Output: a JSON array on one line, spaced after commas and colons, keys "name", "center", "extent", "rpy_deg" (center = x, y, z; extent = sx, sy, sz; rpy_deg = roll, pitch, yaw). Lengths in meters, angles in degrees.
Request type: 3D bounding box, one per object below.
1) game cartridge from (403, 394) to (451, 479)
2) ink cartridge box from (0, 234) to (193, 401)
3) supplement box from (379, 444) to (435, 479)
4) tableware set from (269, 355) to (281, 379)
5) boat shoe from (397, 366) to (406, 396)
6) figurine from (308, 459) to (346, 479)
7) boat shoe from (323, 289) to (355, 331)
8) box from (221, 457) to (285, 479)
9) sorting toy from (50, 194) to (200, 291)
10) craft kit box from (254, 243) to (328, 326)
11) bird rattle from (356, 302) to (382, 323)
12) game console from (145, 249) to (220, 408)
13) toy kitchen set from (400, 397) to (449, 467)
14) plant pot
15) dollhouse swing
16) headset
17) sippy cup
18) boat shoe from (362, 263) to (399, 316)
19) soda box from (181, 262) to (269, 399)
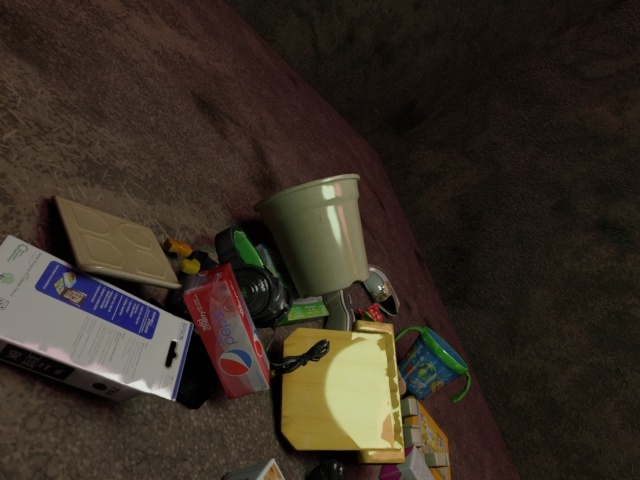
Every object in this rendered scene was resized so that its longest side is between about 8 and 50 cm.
[{"name": "game cartridge", "center": [0.401, 0.791, 1.623], "extent": [0.285, 0.053, 0.323], "rpy_deg": [53, 22, -17]}, {"name": "ink cartridge box", "center": [-0.373, 0.140, 0.695], "extent": [0.333, 0.065, 0.165], "rpy_deg": [34, 31, -26]}, {"name": "supplement box", "center": [0.289, 0.765, 1.337], "extent": [0.220, 0.111, 0.114], "rpy_deg": [60, 22, -2]}, {"name": "tableware set", "center": [-0.085, 0.385, 1.131], "extent": [0.154, 0.024, 0.104], "rpy_deg": [54, 26, -17]}, {"name": "boat shoe", "center": [0.236, 0.498, 1.550], "extent": [0.341, 0.110, 0.121], "rpy_deg": [31, 36, -50]}, {"name": "figurine", "center": [0.074, 0.642, 0.981], "extent": [0.215, 0.092, 0.209], "rpy_deg": [39, 18, -22]}, {"name": "boat shoe", "center": [0.075, 0.270, 1.489], "extent": [0.095, 0.112, 0.335], "rpy_deg": [42, 24, -27]}, {"name": "box", "center": [-0.114, 0.558, 0.724], "extent": [0.262, 0.127, 0.231], "rpy_deg": [62, 20, 2]}, {"name": "sorting toy", "center": [-0.361, 0.027, 0.871], "extent": [0.229, 0.041, 0.307], "rpy_deg": [45, 10, 34]}, {"name": "craft kit box", "center": [-0.093, 0.137, 1.372], "extent": [0.250, 0.061, 0.246], "rpy_deg": [11, 50, -61]}, {"name": "bird rattle", "center": [0.172, 0.355, 1.639], "extent": [0.253, 0.143, 0.206], "rpy_deg": [15, 60, -77]}, {"name": "game console", "center": [-0.279, 0.164, 0.958], "extent": [0.213, 0.044, 0.361], "rpy_deg": [49, 26, -26]}, {"name": "toy kitchen set", "center": [0.330, 0.665, 1.500], "extent": [0.166, 0.122, 0.207], "rpy_deg": [19, 54, -32]}, {"name": "plant pot", "center": [0.000, 0.000, 1.311], "extent": [0.334, 0.334, 0.305], "rpy_deg": [-11, 85, -67]}, {"name": "dollhouse swing", "center": [0.054, 0.423, 1.201], "extent": [0.315, 0.305, 0.346], "rpy_deg": [89, 0, -61]}, {"name": "headset", "center": [-0.128, 0.129, 1.071], "extent": [0.394, 0.185, 0.243], "rpy_deg": [65, 4, 24]}, {"name": "sippy cup", "center": [0.429, 0.506, 1.757], "extent": [0.240, 0.224, 0.305], "rpy_deg": [32, 12, -47]}, {"name": "boat shoe", "center": [0.274, 0.226, 1.960], "extent": [0.302, 0.113, 0.103], "rpy_deg": [47, 20, -31]}, {"name": "soda box", "center": [-0.182, 0.185, 0.877], "extent": [0.083, 0.092, 0.263], "rpy_deg": [-105, 178, -67]}]
